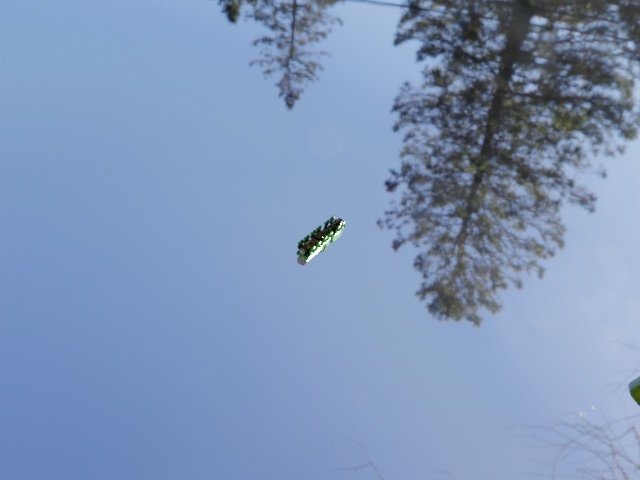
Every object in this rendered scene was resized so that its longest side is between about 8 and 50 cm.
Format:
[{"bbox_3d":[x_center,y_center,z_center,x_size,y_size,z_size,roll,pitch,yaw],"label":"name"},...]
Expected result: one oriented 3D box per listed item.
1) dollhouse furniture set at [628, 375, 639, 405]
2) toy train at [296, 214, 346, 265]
[{"bbox_3d":[0.410,0.108,0.454,0.197,0.301,0.151,53,-164,9],"label":"dollhouse furniture set"},{"bbox_3d":[0.000,0.000,0.591,0.017,0.023,0.083,27,-149,15],"label":"toy train"}]
